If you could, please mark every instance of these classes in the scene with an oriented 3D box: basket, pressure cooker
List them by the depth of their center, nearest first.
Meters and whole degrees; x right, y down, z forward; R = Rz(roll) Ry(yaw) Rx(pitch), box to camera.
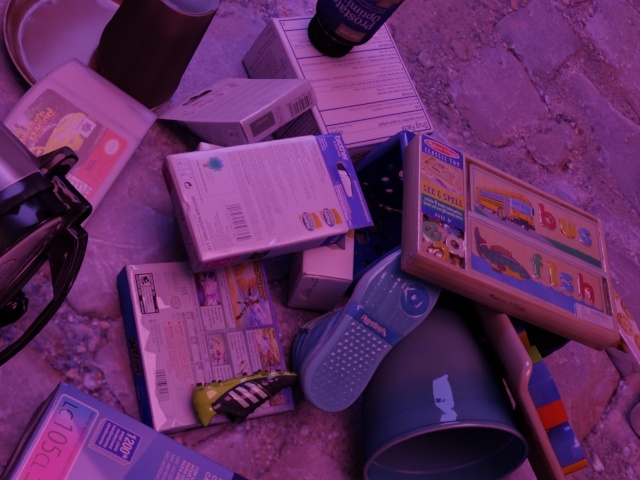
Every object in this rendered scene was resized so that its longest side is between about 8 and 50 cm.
[{"bbox_3d":[-0.525,-0.019,1.158,0.420,0.370,0.375,47,37,-5],"label":"pressure cooker"},{"bbox_3d":[-0.264,-0.363,1.499,0.154,0.227,0.205,14,62,-25],"label":"basket"}]

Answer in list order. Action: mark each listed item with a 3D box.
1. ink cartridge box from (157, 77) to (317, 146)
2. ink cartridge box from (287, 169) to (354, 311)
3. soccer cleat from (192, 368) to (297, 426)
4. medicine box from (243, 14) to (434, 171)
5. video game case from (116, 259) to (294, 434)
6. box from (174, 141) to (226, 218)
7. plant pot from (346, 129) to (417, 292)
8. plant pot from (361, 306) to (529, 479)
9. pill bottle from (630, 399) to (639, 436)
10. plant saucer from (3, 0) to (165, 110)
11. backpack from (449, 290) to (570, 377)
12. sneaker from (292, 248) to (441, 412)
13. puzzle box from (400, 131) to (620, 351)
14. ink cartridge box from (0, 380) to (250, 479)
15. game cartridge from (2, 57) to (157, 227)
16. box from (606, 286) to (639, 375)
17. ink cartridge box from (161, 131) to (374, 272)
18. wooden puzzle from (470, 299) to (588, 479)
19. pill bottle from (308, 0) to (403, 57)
[{"bbox_3d":[-0.152,-0.231,1.598,0.189,0.232,0.066,-39,121,-38],"label":"ink cartridge box"},{"bbox_3d":[0.000,0.000,1.582,0.093,0.154,0.213,9,63,-9],"label":"ink cartridge box"},{"bbox_3d":[-0.115,0.244,1.401,0.178,0.060,0.072,-8,88,-30],"label":"soccer cleat"},{"bbox_3d":[0.034,-0.284,1.747,0.263,0.149,0.289,-15,76,-35],"label":"medicine box"},{"bbox_3d":[-0.186,0.166,1.460,0.244,0.061,0.270,-3,71,-31],"label":"video game case"},{"bbox_3d":[-0.153,-0.088,1.556,0.170,0.130,0.091,9,65,-26],"label":"box"},{"bbox_3d":[0.172,-0.030,1.664,0.212,0.236,0.236,15,59,-31],"label":"plant pot"},{"bbox_3d":[0.190,0.263,1.527,0.271,0.272,0.255,13,48,-25],"label":"plant pot"},{"bbox_3d":[0.747,0.343,1.900,0.186,0.112,0.112,-33,87,-37],"label":"pill bottle"},{"bbox_3d":[-0.401,-0.339,1.578,0.310,0.050,0.311,13,61,-25],"label":"plant saucer"},{"bbox_3d":[0.386,0.085,1.725,0.263,0.276,0.213,50,48,6],"label":"backpack"},{"bbox_3d":[0.062,0.129,1.509,0.127,0.208,0.319,44,82,-13],"label":"sneaker"},{"bbox_3d":[0.321,0.001,1.518,0.408,0.052,0.272,22,48,-20],"label":"puzzle box"},{"bbox_3d":[-0.262,0.414,1.249,0.395,0.151,0.270,32,55,-16],"label":"ink cartridge box"},{"bbox_3d":[-0.416,-0.143,1.440,0.196,0.060,0.294,33,67,-11],"label":"game cartridge"},{"bbox_3d":[0.604,0.136,1.942,0.067,0.063,0.324,-26,83,-38],"label":"box"},{"bbox_3d":[-0.082,-0.068,1.455,0.311,0.065,0.186,-12,72,-24],"label":"ink cartridge box"},{"bbox_3d":[0.361,0.261,1.532,0.322,0.080,0.348,-103,172,-63],"label":"wooden puzzle"},{"bbox_3d":[0.067,-0.426,1.603,0.122,0.219,0.123,13,60,-24],"label":"pill bottle"}]
